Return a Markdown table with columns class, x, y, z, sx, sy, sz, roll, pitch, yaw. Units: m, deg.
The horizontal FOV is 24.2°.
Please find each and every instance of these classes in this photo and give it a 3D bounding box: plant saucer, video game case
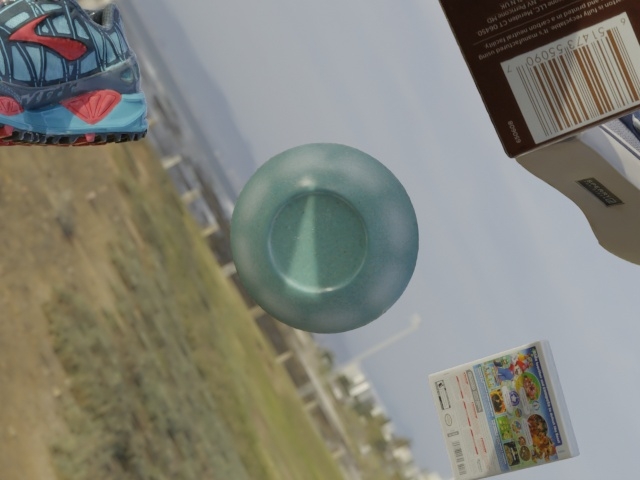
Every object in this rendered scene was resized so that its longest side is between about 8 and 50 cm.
| class | x | y | z | sx | sy | sz | roll | pitch | yaw |
| --- | --- | --- | --- | --- | --- | --- | --- | --- | --- |
| plant saucer | 0.000 | 0.000 | 1.485 | 0.195 | 0.195 | 0.037 | 61 | 12 | 0 |
| video game case | 0.135 | 0.130 | 1.114 | 0.122 | 0.011 | 0.087 | -24 | -104 | 47 |

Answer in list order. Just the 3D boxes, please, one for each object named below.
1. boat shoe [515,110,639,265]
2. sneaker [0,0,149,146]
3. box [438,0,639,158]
| class | x | y | z | sx | sy | sz | roll | pitch | yaw |
| --- | --- | --- | --- | --- | --- | --- | --- | --- | --- |
| boat shoe | 0.330 | -0.101 | 1.616 | 0.340 | 0.127 | 0.158 | 37 | 54 | -44 |
| sneaker | -0.217 | -0.125 | 1.007 | 0.262 | 0.104 | 0.125 | -7 | 94 | -65 |
| box | 0.213 | -0.199 | 1.288 | 0.167 | 0.168 | 0.203 | 63 | 19 | -14 |
